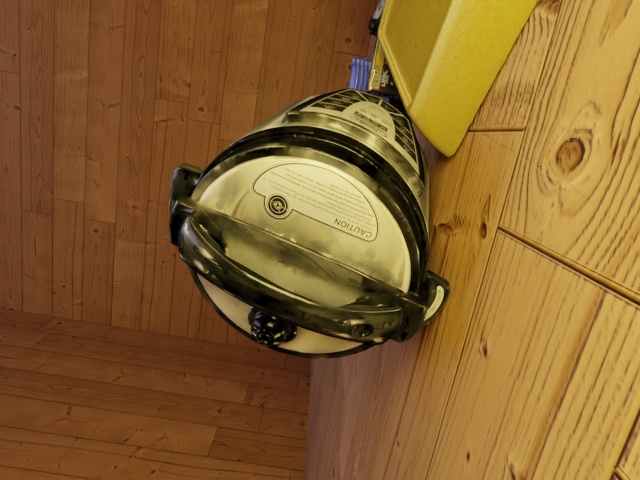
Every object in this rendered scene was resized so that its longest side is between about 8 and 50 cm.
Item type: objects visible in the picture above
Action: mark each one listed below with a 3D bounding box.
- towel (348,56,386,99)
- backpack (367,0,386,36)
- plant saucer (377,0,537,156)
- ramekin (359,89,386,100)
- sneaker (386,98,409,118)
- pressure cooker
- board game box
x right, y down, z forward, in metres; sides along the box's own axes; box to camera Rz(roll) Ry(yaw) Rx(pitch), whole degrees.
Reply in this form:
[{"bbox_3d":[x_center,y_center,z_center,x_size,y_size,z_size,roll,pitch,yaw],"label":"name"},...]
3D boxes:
[{"bbox_3d":[0.180,-0.570,1.596,0.336,0.040,0.244,-126,40,-56],"label":"towel"},{"bbox_3d":[0.213,-0.593,1.023,0.182,0.151,0.115,124,149,-56],"label":"backpack"},{"bbox_3d":[0.175,-0.356,0.622,0.333,0.080,0.333,104,160,-54],"label":"plant saucer"},{"bbox_3d":[0.159,-0.325,1.316,0.277,0.135,0.278,-171,90,-87],"label":"ramekin"},{"bbox_3d":[0.207,-0.369,1.122,0.082,0.069,0.210,95,-177,-63],"label":"sneaker"},{"bbox_3d":[-0.002,-0.020,0.666,0.376,0.369,0.420,65,-155,-22],"label":"pressure cooker"},{"bbox_3d":[0.182,-0.388,0.874,0.048,0.140,0.171,-94,15,-81],"label":"board game box"}]
